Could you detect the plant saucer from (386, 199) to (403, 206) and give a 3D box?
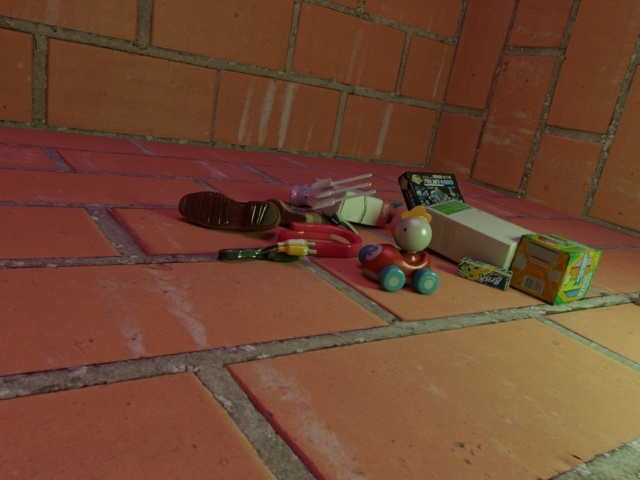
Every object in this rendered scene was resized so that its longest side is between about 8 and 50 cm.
[{"bbox_3d":[0.360,-0.182,2.714,0.067,0.018,0.192,18,18,22],"label":"plant saucer"}]

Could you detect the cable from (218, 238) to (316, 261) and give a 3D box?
[{"bbox_3d":[-0.161,0.019,1.584,0.287,0.072,0.139,5,12,-20],"label":"cable"}]

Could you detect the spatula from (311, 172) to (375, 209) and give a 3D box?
[{"bbox_3d":[0.082,-0.195,2.028,0.241,0.019,0.168,-13,37,9],"label":"spatula"}]

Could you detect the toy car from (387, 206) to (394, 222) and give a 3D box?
[{"bbox_3d":[0.313,-0.112,2.376,0.239,0.053,0.224,23,19,35],"label":"toy car"}]

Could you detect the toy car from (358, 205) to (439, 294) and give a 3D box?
[{"bbox_3d":[0.245,0.006,1.595,0.210,0.238,0.219,6,16,-17],"label":"toy car"}]

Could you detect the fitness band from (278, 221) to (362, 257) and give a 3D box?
[{"bbox_3d":[0.000,0.000,1.802,0.290,0.054,0.209,2,21,-25],"label":"fitness band"}]

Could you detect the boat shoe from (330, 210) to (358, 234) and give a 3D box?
[{"bbox_3d":[0.089,-0.057,2.018,0.125,0.038,0.046,41,11,-18],"label":"boat shoe"}]

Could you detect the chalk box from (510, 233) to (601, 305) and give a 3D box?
[{"bbox_3d":[0.792,0.087,1.789,0.288,0.179,0.180,-4,22,-41],"label":"chalk box"}]

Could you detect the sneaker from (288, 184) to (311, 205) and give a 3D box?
[{"bbox_3d":[-0.058,-0.189,2.339,0.115,0.091,0.232,20,19,17],"label":"sneaker"}]

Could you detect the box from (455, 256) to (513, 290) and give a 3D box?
[{"bbox_3d":[0.536,0.108,1.762,0.168,0.059,0.054,19,20,24],"label":"box"}]

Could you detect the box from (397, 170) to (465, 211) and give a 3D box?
[{"bbox_3d":[0.482,-0.141,2.220,0.295,0.294,0.073,-3,-23,-36],"label":"box"}]

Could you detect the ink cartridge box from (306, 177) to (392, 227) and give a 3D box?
[{"bbox_3d":[0.119,-0.150,2.193,0.282,0.117,0.207,9,14,-44],"label":"ink cartridge box"}]

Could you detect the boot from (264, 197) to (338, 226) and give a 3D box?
[{"bbox_3d":[-0.079,-0.089,2.037,0.248,0.090,0.206,20,6,32],"label":"boot"}]

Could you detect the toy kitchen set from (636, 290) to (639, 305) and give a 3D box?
[{"bbox_3d":[1.129,0.214,1.864,0.083,0.075,0.068,42,-28,-7],"label":"toy kitchen set"}]

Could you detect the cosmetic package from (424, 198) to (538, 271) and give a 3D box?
[{"bbox_3d":[0.555,-0.006,1.926,0.196,0.155,0.365,-15,32,-41],"label":"cosmetic package"}]

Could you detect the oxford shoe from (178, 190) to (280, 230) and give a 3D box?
[{"bbox_3d":[-0.305,-0.082,1.823,0.347,0.123,0.130,11,-10,5],"label":"oxford shoe"}]
